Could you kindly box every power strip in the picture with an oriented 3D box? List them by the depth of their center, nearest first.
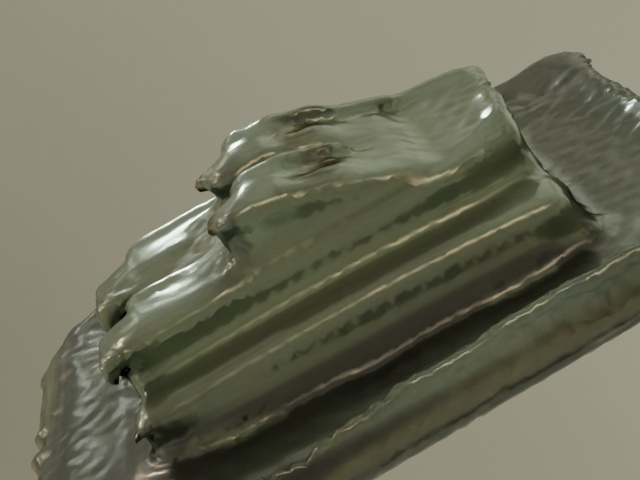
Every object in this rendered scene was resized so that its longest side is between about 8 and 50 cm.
[{"bbox_3d":[0.000,0.000,0.499,0.213,0.198,0.064,-29,-71,-1],"label":"power strip"}]
